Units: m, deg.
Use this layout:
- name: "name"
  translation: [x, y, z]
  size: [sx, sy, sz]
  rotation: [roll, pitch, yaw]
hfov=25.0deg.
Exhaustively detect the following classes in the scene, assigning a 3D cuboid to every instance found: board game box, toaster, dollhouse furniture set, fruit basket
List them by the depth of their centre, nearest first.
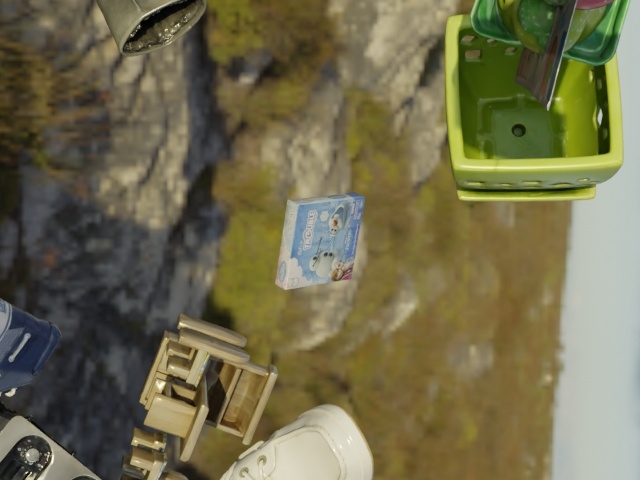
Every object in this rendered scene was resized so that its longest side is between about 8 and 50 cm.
- name: "fruit basket"
  translation: [0.239, -0.299, 1.397]
  size: [0.353, 0.165, 0.327]
  rotation: [-46, 152, -77]
- name: "board game box"
  translation: [0.000, 0.000, 1.441]
  size: [0.090, 0.020, 0.090]
  rotation: [-8, 115, -40]
- name: "toaster"
  translation: [-0.338, 0.284, 1.696]
  size: [0.110, 0.168, 0.185]
  rotation: [-51, -167, -15]
- name: "dollhouse furniture set"
  translation: [-0.143, 0.216, 1.849]
  size: [0.242, 0.161, 0.212]
  rotation: [-115, -133, -77]

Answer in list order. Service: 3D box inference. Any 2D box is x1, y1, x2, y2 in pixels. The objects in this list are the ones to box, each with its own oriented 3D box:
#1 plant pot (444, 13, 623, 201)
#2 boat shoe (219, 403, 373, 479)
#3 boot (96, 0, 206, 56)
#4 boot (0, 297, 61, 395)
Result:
- name: "plant pot"
  translation: [0.282, -0.169, 1.968]
  size: [0.207, 0.227, 0.228]
  rotation: [78, 11, -73]
- name: "boat shoe"
  translation: [-0.041, 0.239, 1.385]
  size: [0.098, 0.096, 0.277]
  rotation: [61, -33, 12]
- name: "boot"
  translation: [-0.235, -0.269, 1.519]
  size: [0.208, 0.189, 0.076]
  rotation: [62, 12, 24]
- name: "boot"
  translation: [-0.345, 0.147, 1.456]
  size: [0.086, 0.190, 0.069]
  rotation: [29, 20, -37]
